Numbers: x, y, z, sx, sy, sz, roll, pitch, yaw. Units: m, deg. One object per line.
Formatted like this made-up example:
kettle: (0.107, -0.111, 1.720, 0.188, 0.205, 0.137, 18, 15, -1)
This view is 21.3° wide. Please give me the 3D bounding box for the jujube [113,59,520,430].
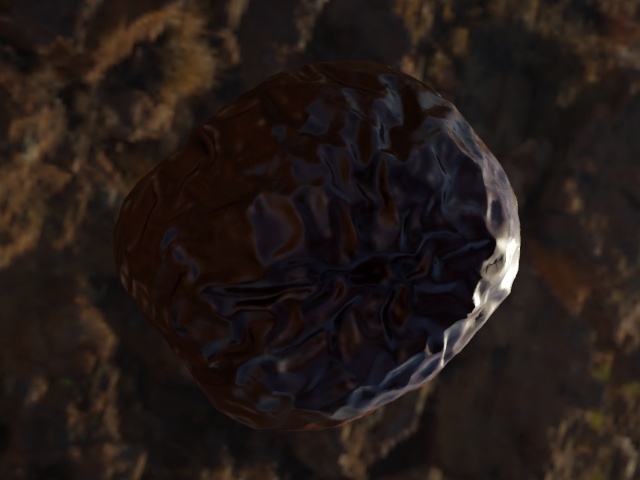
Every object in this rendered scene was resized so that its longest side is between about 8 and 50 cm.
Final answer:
jujube: (0.000, 0.000, 1.056, 0.232, 0.213, 0.213, -36, 139, -9)
